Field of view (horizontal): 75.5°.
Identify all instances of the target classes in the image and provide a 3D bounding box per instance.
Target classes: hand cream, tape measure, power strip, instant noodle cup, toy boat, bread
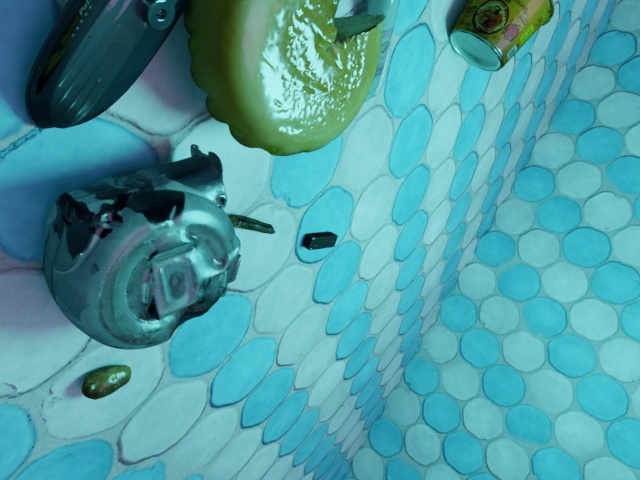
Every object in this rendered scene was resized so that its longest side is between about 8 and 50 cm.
[{"bbox_3d":[0.112,-0.413,0.816,0.085,0.058,0.331,-45,162,-29],"label":"hand cream"},{"bbox_3d":[-0.246,0.024,0.601,0.256,0.147,0.274,-29,137,-40],"label":"tape measure"},{"bbox_3d":[0.000,0.000,1.056,0.111,0.029,0.037,-5,121,-52],"label":"power strip"},{"bbox_3d":[0.453,-0.560,1.070,0.172,0.216,0.216,-54,151,9],"label":"instant noodle cup"},{"bbox_3d":[-0.245,-0.220,0.457,0.246,0.103,0.093,-49,165,10],"label":"toy boat"},{"bbox_3d":[-0.051,-0.276,0.607,0.333,0.160,0.332,-34,140,-34],"label":"bread"}]

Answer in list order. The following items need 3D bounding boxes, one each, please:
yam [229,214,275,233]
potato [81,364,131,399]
[{"bbox_3d":[-0.136,-0.031,0.836,0.129,0.033,0.027,14,77,-63],"label":"yam"},{"bbox_3d":[-0.370,0.245,0.717,0.083,0.040,0.051,-13,132,-49],"label":"potato"}]
